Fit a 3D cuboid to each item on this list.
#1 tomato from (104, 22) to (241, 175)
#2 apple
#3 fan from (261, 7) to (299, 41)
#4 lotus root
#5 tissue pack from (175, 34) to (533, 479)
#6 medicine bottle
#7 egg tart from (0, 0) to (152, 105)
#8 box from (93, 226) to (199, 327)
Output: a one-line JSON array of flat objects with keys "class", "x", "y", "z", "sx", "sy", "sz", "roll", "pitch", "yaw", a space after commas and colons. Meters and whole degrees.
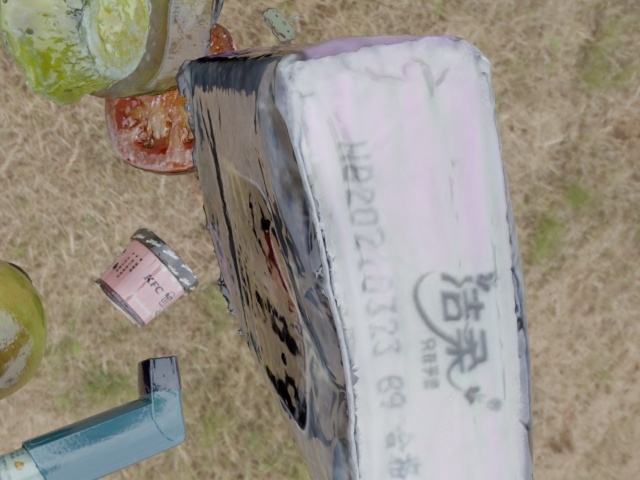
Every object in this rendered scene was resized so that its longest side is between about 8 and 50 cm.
[{"class": "tomato", "x": -0.268, "y": -0.277, "z": 1.528, "sx": 0.338, "sy": 0.338, "sz": 0.143, "roll": -60, "pitch": 153, "yaw": 11}, {"class": "apple", "x": -0.465, "y": 0.132, "z": 1.033, "sx": 0.207, "sy": 0.173, "sz": 0.189, "roll": -45, "pitch": 130, "yaw": -42}, {"class": "fan", "x": -0.051, "y": -0.310, "z": 1.085, "sx": 0.056, "sy": 0.004, "sz": 0.083, "roll": 52, "pitch": 39, "yaw": -7}, {"class": "lotus root", "x": -0.294, "y": -0.402, "z": 1.134, "sx": 0.374, "sy": 0.391, "sz": 0.111, "roll": -32, "pitch": 169, "yaw": 32}, {"class": "tissue pack", "x": 0.000, "y": 0.000, "z": 0.496, "sx": 0.122, "sy": 0.361, "sz": 0.260, "roll": -15, "pitch": 107, "yaw": -12}, {"class": "medicine bottle", "x": -0.289, "y": 0.247, "z": 0.997, "sx": 0.258, "sy": 0.079, "sz": 0.124, "roll": -21, "pitch": 85, "yaw": -27}, {"class": "egg tart", "x": -0.234, "y": -0.233, "z": 0.777, "sx": 0.197, "sy": 0.078, "sz": 0.197, "roll": 12, "pitch": 90, "yaw": -75}, {"class": "box", "x": -0.318, "y": 0.072, "z": 1.371, "sx": 0.135, "sy": 0.151, "sz": 0.151, "roll": -44, "pitch": 132, "yaw": -18}]
